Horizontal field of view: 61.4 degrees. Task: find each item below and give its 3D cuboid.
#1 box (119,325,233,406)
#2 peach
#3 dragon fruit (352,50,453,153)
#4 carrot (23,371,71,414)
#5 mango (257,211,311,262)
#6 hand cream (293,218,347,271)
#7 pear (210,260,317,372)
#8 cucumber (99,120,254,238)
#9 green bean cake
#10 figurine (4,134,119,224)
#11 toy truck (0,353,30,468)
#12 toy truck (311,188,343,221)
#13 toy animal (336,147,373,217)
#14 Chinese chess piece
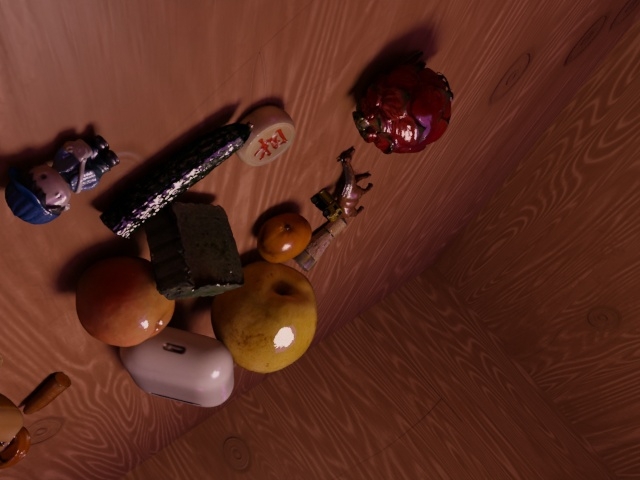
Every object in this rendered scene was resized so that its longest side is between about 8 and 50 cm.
[{"bbox_3d":[-0.375,0.341,1.445,0.349,0.289,0.141,107,-4,-61],"label":"box"},{"bbox_3d":[-0.366,0.113,1.026,0.184,0.184,0.184,-35,162,-13],"label":"peach"},{"bbox_3d":[0.188,-0.284,1.145,0.274,0.193,0.192,-31,134,-26],"label":"dragon fruit"},{"bbox_3d":[-0.665,0.374,1.302,0.139,0.048,0.048,-40,163,12],"label":"carrot"},{"bbox_3d":[-0.090,-0.007,1.398,0.145,0.112,0.219,-41,174,5],"label":"mango"},{"bbox_3d":[0.000,0.000,1.655,0.203,0.084,0.084,-45,163,-3],"label":"hand cream"},{"bbox_3d":[-0.155,0.213,1.499,0.314,0.314,0.314,-35,162,-13],"label":"pear"},{"bbox_3d":[-0.235,-0.113,0.903,0.293,0.067,0.067,-39,163,-4],"label":"cucumber"},{"bbox_3d":[-0.243,0.023,1.036,0.094,0.173,0.181,-20,172,23],"label":"green bean cake"},{"bbox_3d":[-0.354,-0.087,0.732,0.149,0.086,0.087,-43,-154,-25],"label":"figurine"},{"bbox_3d":[-0.671,0.353,0.958,0.288,0.211,0.204,-39,163,-10],"label":"toy truck"},{"bbox_3d":[0.021,-0.091,1.435,0.054,0.083,0.049,-41,162,4],"label":"toy truck"},{"bbox_3d":[0.085,-0.152,1.449,0.230,0.066,0.224,-20,139,-55],"label":"toy animal"},{"bbox_3d":[-0.104,-0.191,0.990,0.122,0.051,0.122,-34,163,-12],"label":"Chinese chess piece"}]
